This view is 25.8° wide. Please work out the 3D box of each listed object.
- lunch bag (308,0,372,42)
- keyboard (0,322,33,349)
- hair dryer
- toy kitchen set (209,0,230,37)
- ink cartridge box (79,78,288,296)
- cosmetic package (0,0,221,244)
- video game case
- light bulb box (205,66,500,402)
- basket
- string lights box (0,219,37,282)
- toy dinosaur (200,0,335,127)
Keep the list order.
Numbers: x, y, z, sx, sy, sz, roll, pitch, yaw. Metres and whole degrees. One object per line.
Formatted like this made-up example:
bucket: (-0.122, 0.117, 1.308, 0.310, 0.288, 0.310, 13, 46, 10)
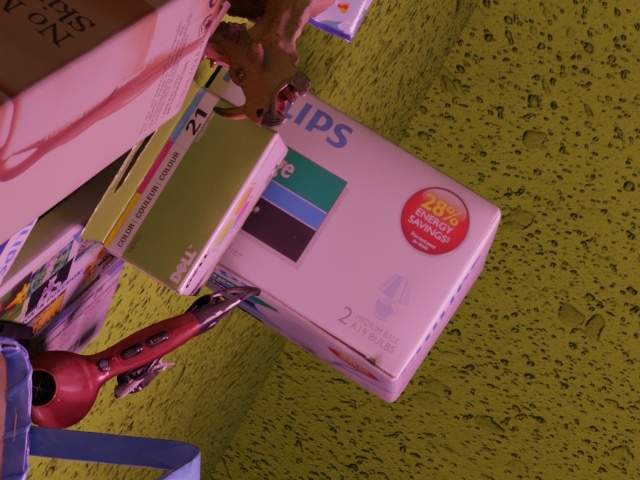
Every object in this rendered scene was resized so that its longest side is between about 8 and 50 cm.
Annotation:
lunch bag: (0.011, -0.302, 1.487, 0.128, 0.096, 0.151, -59, -159, 18)
keyboard: (-0.302, 0.122, 1.245, 0.100, 0.038, 0.192, -56, 171, 0)
hair dryer: (-0.210, 0.110, 1.397, 0.223, 0.080, 0.293, -40, 173, 33)
toy kitchen set: (-0.110, -0.220, 1.131, 0.068, 0.075, 0.083, -58, 172, 0)
ink cartridge box: (-0.126, -0.048, 1.342, 0.188, 0.097, 0.255, -58, 177, -1)
cosmetic package: (-0.197, -0.102, 0.814, 0.296, 0.153, 0.129, -49, 168, -52)
video game case: (-0.294, 0.082, 1.393, 0.329, 0.036, 0.300, -47, 168, -46)
light bulb box: (0.000, 0.000, 1.661, 0.225, 0.358, 0.361, -57, 171, -7)
basket: (-0.255, 0.173, 1.007, 0.255, 0.289, 0.201, -17, 108, -73)
string lights box: (-0.288, 0.004, 0.952, 0.133, 0.077, 0.260, -58, 172, 14)
toy dinosaur: (-0.052, -0.233, 1.270, 0.200, 0.127, 0.295, -46, -160, 12)
